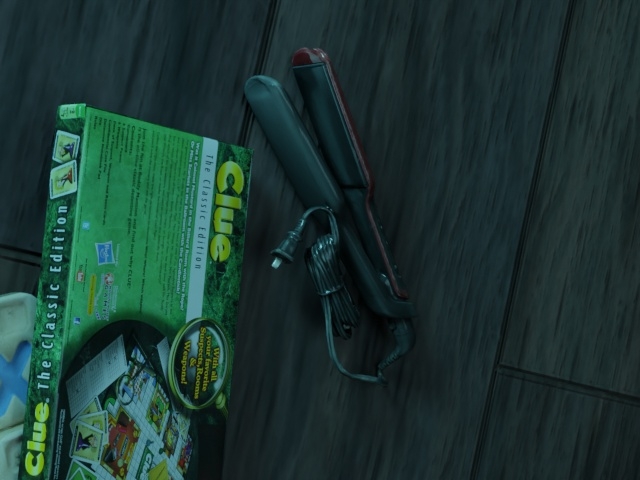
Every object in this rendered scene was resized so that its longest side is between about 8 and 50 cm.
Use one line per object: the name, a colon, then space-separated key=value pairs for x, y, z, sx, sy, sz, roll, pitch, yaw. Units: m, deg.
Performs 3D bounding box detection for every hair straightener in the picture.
hair straightener: x=0.000 y=0.000 z=0.778 sx=0.089 sy=0.047 sz=0.230 roll=-31 pitch=114 yaw=-29

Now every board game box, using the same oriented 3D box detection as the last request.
board game box: x=-0.101 y=0.065 z=0.683 sx=0.136 sy=0.030 sz=0.260 roll=12 pitch=82 yaw=-49

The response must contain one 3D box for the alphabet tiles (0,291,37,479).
alphabet tiles: x=-0.188 y=0.175 z=0.613 sx=0.284 sy=0.021 sz=0.278 roll=-13 pitch=102 yaw=-52
